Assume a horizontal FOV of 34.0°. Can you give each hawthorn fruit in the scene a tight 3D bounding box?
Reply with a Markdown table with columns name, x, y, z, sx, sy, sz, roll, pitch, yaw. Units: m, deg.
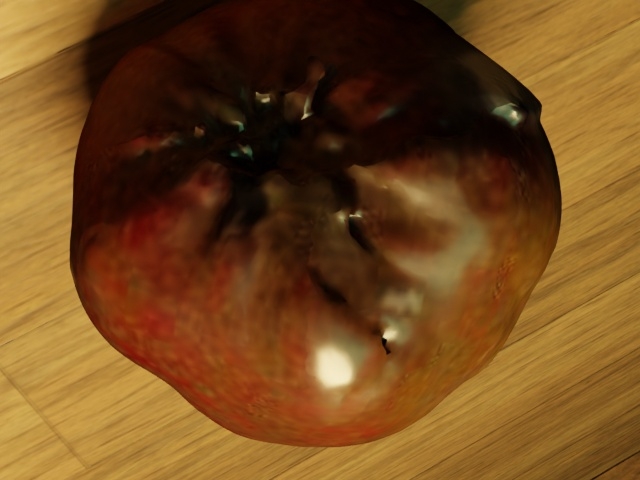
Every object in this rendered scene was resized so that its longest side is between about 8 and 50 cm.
| name | x | y | z | sx | sy | sz | roll | pitch | yaw |
| --- | --- | --- | --- | --- | --- | --- | --- | --- | --- |
| hawthorn fruit | 0.002 | -0.004 | 0.681 | 0.308 | 0.308 | 0.325 | -35 | 138 | 2 |
